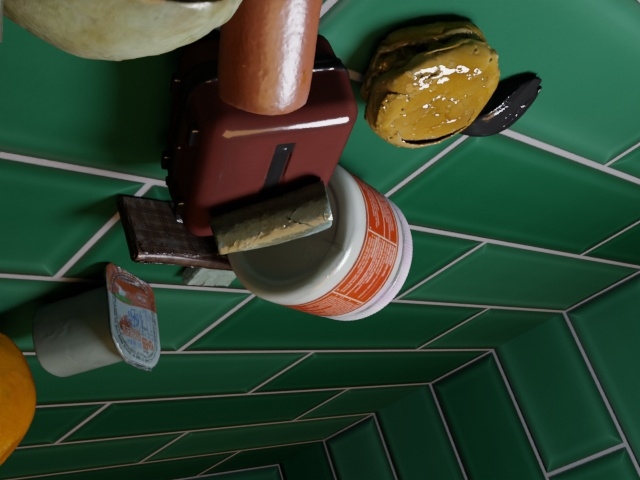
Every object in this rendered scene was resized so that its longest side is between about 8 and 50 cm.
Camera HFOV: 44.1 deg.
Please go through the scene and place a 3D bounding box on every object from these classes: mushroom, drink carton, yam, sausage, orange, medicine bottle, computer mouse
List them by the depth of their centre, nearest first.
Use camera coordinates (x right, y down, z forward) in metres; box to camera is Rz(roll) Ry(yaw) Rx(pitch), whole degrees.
[{"bbox_3d":[-0.206,-0.253,0.741,0.267,0.190,0.164,-2,154,-33],"label":"mushroom"},{"bbox_3d":[-0.051,-0.268,0.855,0.113,0.113,0.259,-8,127,-23],"label":"sausage"},{"bbox_3d":[-0.064,-0.025,1.083,0.169,0.068,0.068,-20,156,-2],"label":"yam"},{"bbox_3d":[0.307,-0.222,1.351,0.172,0.057,0.099,-27,153,9],"label":"computer mouse"},{"bbox_3d":[0.000,0.000,1.356,0.252,0.253,0.241,-28,154,20],"label":"medicine bottle"},{"bbox_3d":[-0.672,0.290,1.414,0.312,0.312,0.312,-16,156,-7],"label":"orange"},{"bbox_3d":[-0.431,0.170,1.500,0.189,0.191,0.185,-15,159,7],"label":"drink carton"}]

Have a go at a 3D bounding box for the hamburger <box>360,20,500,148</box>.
[{"bbox_3d":[0.160,-0.230,1.177,0.213,0.108,0.214,-16,151,-9],"label":"hamburger"}]

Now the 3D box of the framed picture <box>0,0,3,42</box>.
[{"bbox_3d":[-0.312,-0.272,0.643,0.011,0.183,0.142,-33,167,-35],"label":"framed picture"}]

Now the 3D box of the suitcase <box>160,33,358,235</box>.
[{"bbox_3d":[-0.091,-0.141,1.102,0.236,0.161,0.297,-11,154,-21],"label":"suitcase"}]

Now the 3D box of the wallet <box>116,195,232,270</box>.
[{"bbox_3d":[-0.229,-0.008,1.326,0.230,0.124,0.042,6,141,-45],"label":"wallet"}]

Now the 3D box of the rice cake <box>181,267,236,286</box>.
[{"bbox_3d":[-0.182,0.035,1.557,0.124,0.038,0.211,7,146,-45],"label":"rice cake"}]
